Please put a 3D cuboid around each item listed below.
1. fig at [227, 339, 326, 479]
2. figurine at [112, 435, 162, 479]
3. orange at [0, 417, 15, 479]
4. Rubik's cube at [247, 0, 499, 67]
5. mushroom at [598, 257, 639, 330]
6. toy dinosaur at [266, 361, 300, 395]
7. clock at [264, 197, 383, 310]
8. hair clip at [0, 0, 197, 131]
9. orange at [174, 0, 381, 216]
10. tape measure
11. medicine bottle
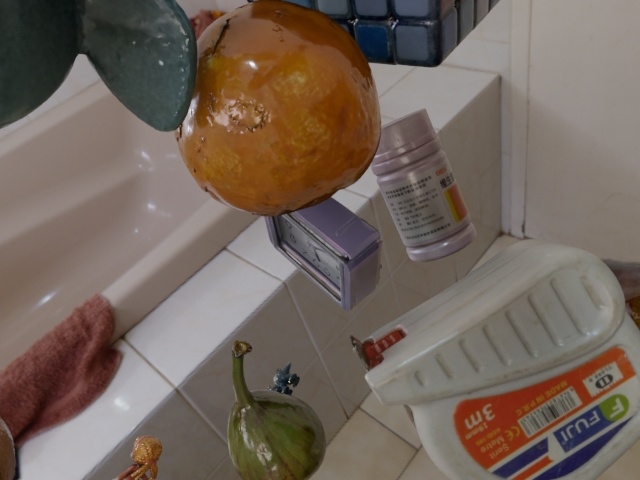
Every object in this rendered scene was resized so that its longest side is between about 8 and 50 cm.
[{"bbox_3d":[-0.094,0.275,0.777,0.152,0.259,0.151,-18,36,14],"label":"fig"},{"bbox_3d":[-0.260,0.331,0.719,0.047,0.064,0.109,18,78,41],"label":"figurine"},{"bbox_3d":[-0.518,0.304,0.681,0.206,0.206,0.206,-10,44,10],"label":"orange"},{"bbox_3d":[0.076,-0.425,0.665,0.287,0.291,0.293,18,49,31],"label":"Rubik's cube"},{"bbox_3d":[0.494,0.167,0.816,0.345,0.346,0.259,34,95,41],"label":"mushroom"},{"bbox_3d":[-0.071,0.264,0.943,0.047,0.030,0.083,15,63,35],"label":"toy dinosaur"},{"bbox_3d":[0.000,-0.001,0.771,0.073,0.144,0.193,-40,61,-21],"label":"clock"},{"bbox_3d":[-0.264,-0.245,0.386,0.393,0.318,0.238,24,31,18],"label":"hair clip"},{"bbox_3d":[-0.053,-0.148,0.599,0.247,0.246,0.246,-10,44,10],"label":"orange"},{"bbox_3d":[0.200,0.139,0.545,0.258,0.265,0.130,-33,10,-1],"label":"tape measure"},{"bbox_3d":[0.175,-0.097,0.915,0.134,0.249,0.133,-24,10,4],"label":"medicine bottle"}]
